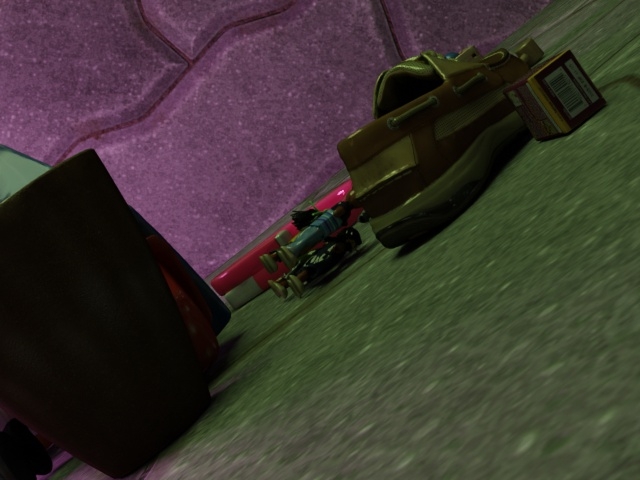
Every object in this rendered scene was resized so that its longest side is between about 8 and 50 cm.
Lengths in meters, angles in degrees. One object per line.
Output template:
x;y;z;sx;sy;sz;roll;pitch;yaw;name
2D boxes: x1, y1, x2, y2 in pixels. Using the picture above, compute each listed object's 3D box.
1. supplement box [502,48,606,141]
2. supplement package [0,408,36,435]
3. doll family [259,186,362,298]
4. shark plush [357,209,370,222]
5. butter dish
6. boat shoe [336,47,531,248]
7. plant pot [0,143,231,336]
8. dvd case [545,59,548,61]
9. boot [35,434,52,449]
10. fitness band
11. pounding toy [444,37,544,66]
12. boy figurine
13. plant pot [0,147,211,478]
0.190;-0.117;0.931;0.043;0.055;0.083;-37;5;-5;supplement box
-0.358;0.123;1.443;0.292;0.175;0.177;-26;-22;-14;supplement package
0.000;0.000;1.192;0.111;0.076;0.193;-35;8;-15;doll family
0.095;-0.071;1.434;0.067;0.073;0.161;118;174;-48;shark plush
-0.160;0.107;1.103;0.160;0.160;0.118;-44;50;-16;butter dish
0.111;-0.118;1.036;0.122;0.120;0.324;-31;11;34;boat shoe
-0.278;0.068;1.221;0.236;0.236;0.212;24;71;36;plant pot
0.181;-0.123;1.274;0.180;0.022;0.253;-37;5;22;dvd case
-0.495;0.314;1.730;0.211;0.104;0.295;-35;10;35;boot
-0.038;-0.001;1.591;0.291;0.054;0.209;-33;7;42;fitness band
0.231;-0.255;1.734;0.206;0.094;0.181;-38;4;6;pounding toy
-0.459;0.329;1.384;0.285;0.092;0.177;-33;6;14;boy figurine
-0.204;0.078;0.962;0.215;0.230;0.215;-39;5;4;plant pot
